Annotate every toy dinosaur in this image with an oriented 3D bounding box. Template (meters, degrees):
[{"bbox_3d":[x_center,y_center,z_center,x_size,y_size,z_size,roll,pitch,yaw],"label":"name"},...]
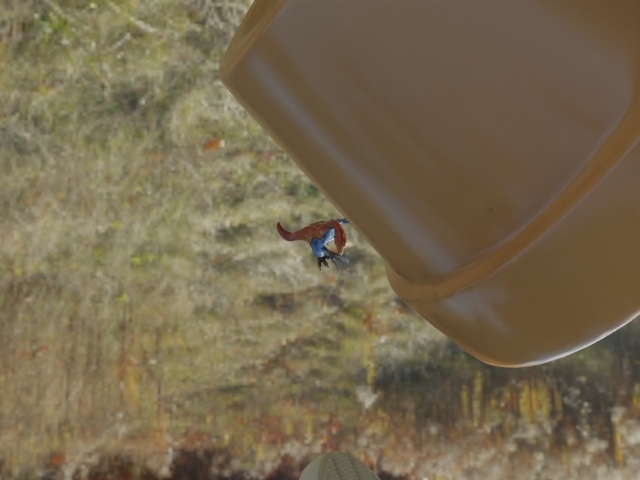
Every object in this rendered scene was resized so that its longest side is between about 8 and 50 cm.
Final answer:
[{"bbox_3d":[0.000,0.000,0.823,0.090,0.047,0.082,8,164,6],"label":"toy dinosaur"}]

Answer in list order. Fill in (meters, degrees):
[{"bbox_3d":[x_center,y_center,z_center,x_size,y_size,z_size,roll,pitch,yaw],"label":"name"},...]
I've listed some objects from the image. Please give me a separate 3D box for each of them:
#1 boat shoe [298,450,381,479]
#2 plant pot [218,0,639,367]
[{"bbox_3d":[0.018,0.309,0.698,0.121,0.335,0.119,28,121,-31],"label":"boat shoe"},{"bbox_3d":[0.083,-0.109,0.509,0.203,0.291,0.291,32,154,-14],"label":"plant pot"}]
